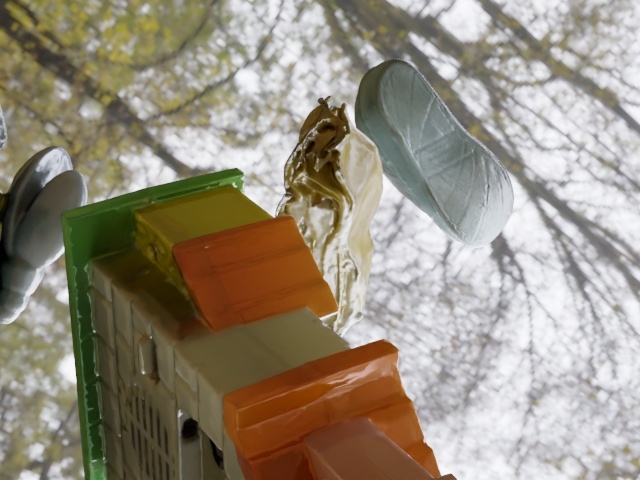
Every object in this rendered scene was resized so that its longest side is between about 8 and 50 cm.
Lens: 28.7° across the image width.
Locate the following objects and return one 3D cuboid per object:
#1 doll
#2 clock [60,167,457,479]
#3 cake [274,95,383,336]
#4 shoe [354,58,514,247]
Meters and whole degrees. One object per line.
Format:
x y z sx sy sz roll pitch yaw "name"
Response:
-0.295 -0.005 1.080 0.153 0.258 0.195 5 -151 28 "doll"
-0.024 0.119 0.636 0.255 0.106 0.220 37 -45 46 "clock"
0.004 0.001 0.844 0.116 0.080 0.185 -71 178 -77 "cake"
0.105 -0.089 1.299 0.100 0.251 0.103 13 -118 51 "shoe"
